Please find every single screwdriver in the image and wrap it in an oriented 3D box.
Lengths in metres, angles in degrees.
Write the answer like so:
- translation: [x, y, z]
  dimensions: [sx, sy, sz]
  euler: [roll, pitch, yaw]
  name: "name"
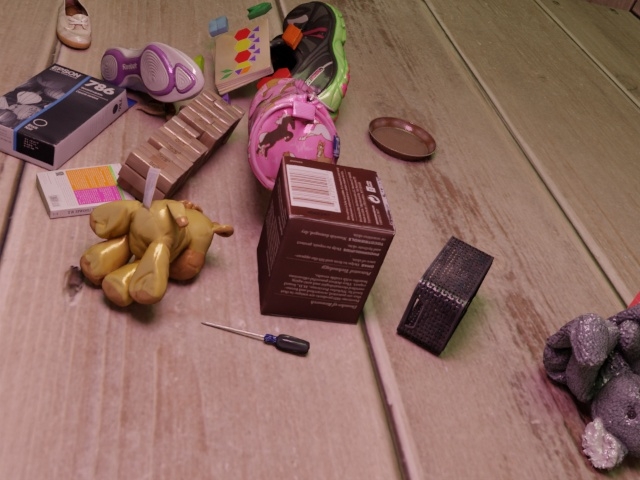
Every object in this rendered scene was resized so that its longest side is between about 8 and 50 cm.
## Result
- translation: [-0.099, 0.144, 1.103]
  dimensions: [0.170, 0.024, 0.025]
  euler: [13, 8, -5]
  name: "screwdriver"

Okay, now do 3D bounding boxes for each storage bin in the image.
- translation: [0.211, 0.089, 1.222]
  dimensions: [0.084, 0.122, 0.180]
  euler: [29, 37, 13]
  name: "storage bin"

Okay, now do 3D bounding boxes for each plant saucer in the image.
- translation: [0.189, -0.235, 1.711]
  dimensions: [0.168, 0.029, 0.168]
  euler: [11, 37, -9]
  name: "plant saucer"

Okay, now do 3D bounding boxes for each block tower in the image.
- translation: [-0.256, -0.178, 1.365]
  dimensions: [0.097, 0.091, 0.335]
  euler: [39, 34, -5]
  name: "block tower"

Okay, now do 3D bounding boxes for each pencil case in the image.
- translation: [-0.059, -0.208, 1.360]
  dimensions: [0.167, 0.160, 0.386]
  euler: [-25, 18, 2]
  name: "pencil case"

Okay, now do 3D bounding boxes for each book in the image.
- translation: [-0.404, -0.085, 1.257]
  dimensions: [0.144, 0.035, 0.096]
  euler: [-9, 48, -32]
  name: "book"

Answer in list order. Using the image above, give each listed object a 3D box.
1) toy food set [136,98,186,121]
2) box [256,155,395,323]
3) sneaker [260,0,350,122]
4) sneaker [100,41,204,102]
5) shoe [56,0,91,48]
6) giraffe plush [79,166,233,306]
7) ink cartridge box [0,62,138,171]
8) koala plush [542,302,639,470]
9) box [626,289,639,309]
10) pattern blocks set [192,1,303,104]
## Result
- translation: [-0.319, -0.273, 1.549]
  dimensions: [0.122, 0.019, 0.078]
  euler: [18, 35, 12]
  name: "toy food set"
- translation: [0.000, 0.000, 1.177]
  dimensions: [0.167, 0.203, 0.168]
  euler: [8, 38, -14]
  name: "box"
- translation: [-0.052, -0.460, 1.768]
  dimensions: [0.202, 0.185, 0.483]
  euler: [12, 36, -16]
  name: "sneaker"
- translation: [-0.325, -0.357, 1.524]
  dimensions: [0.305, 0.114, 0.152]
  euler: [21, 21, 40]
  name: "sneaker"
- translation: [-0.583, -0.521, 1.717]
  dimensions: [0.076, 0.058, 0.219]
  euler: [-2, 41, -25]
  name: "shoe"
- translation: [-0.239, 0.000, 1.130]
  dimensions: [0.181, 0.210, 0.170]
  euler: [34, 10, 25]
  name: "giraffe plush"
- translation: [-0.499, -0.259, 1.416]
  dimensions: [0.165, 0.065, 0.332]
  euler: [20, 35, 3]
  name: "ink cartridge box"
- translation: [0.464, 0.235, 1.134]
  dimensions: [0.196, 0.203, 0.221]
  euler: [-10, 65, -20]
  name: "koala plush"
- translation: [0.613, 0.128, 1.196]
  dimensions: [0.142, 0.300, 0.154]
  euler: [-4, 42, -28]
  name: "box"
- translation: [-0.176, -0.417, 1.659]
  dimensions: [0.285, 0.026, 0.325]
  euler: [-8, 55, 18]
  name: "pattern blocks set"
